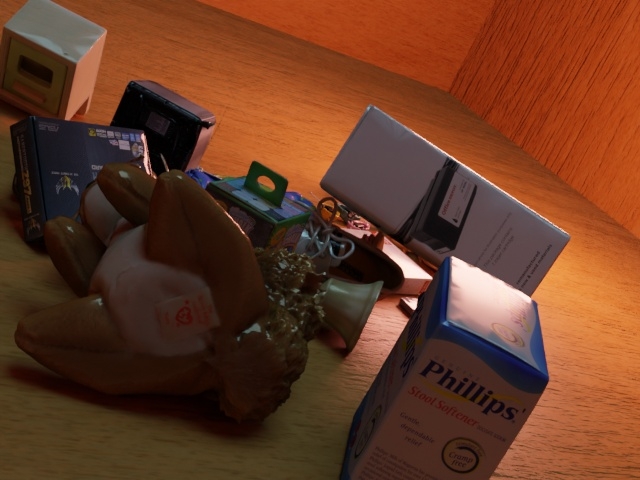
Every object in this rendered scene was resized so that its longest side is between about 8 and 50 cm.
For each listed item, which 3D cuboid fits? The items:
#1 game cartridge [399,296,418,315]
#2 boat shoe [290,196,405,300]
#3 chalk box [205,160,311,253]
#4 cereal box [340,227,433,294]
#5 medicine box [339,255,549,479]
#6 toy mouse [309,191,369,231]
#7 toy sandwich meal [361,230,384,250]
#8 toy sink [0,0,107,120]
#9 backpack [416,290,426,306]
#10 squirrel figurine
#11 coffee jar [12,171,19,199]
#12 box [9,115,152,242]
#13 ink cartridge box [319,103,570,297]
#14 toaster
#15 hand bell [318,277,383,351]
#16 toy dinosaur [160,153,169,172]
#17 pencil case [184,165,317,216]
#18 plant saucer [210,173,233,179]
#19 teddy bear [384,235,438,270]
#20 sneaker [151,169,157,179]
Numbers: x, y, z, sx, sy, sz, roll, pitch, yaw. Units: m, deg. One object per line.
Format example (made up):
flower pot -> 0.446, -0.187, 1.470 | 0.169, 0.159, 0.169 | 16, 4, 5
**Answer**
game cartridge -> 0.189, 0.129, 2.156 | 0.083, 0.017, 0.056 | 11, 27, -40
boat shoe -> -0.001, 0.008, 1.907 | 0.367, 0.136, 0.156 | 31, -28, -29
chalk box -> -0.112, -0.016, 1.741 | 0.132, 0.213, 0.132 | 31, 18, 16
cereal box -> 0.085, 0.039, 2.202 | 0.240, 0.047, 0.173 | 6, 29, -48
medicine box -> 0.155, 0.205, 1.459 | 0.149, 0.289, 0.263 | 27, 18, -1
toy mouse -> 0.061, -0.040, 2.410 | 0.143, 0.031, 0.161 | 13, 23, -36
toy sandwich meal -> 0.092, 0.018, 2.088 | 0.029, 0.085, 0.085 | 16, 15, 15
toy sink -> -0.518, -0.314, 2.154 | 0.153, 0.234, 0.131 | 28, 48, -1
backpack -> 0.214, 0.153, 1.916 | 0.117, 0.158, 0.173 | 6, 8, -8
squirrel figurine -> -0.186, 0.060, 1.534 | 0.397, 0.281, 0.370 | 35, 4, -22
coffee jar -> -0.436, -0.116, 1.850 | 0.096, 0.079, 0.184 | 20, 20, -11
box -> -0.356, -0.087, 1.748 | 0.059, 0.183, 0.233 | -16, -12, 37
ink cartridge box -> 0.200, -0.053, 1.972 | 0.395, 0.166, 0.285 | 34, 1, 0
toaster -> -0.294, -0.189, 2.105 | 0.186, 0.168, 0.110 | 28, 17, 6
hand bell -> -0.033, 0.072, 1.835 | 0.242, 0.126, 0.126 | 25, 18, 1
toy dinosaur -> -0.255, -0.023, 1.748 | 0.064, 0.112, 0.211 | 3, 44, 37
pencil case -> -0.137, -0.043, 1.990 | 0.306, 0.133, 0.119 | 12, 2, -41
plant saucer -> -0.147, -0.067, 2.188 | 0.241, 0.037, 0.241 | 25, 18, -8
teddy bear -> 0.243, -0.033, 2.521 | 0.245, 0.113, 0.338 | 36, 20, 18
sneaker -> -0.377, -0.145, 2.032 | 0.192, 0.064, 0.086 | 21, 24, -9
